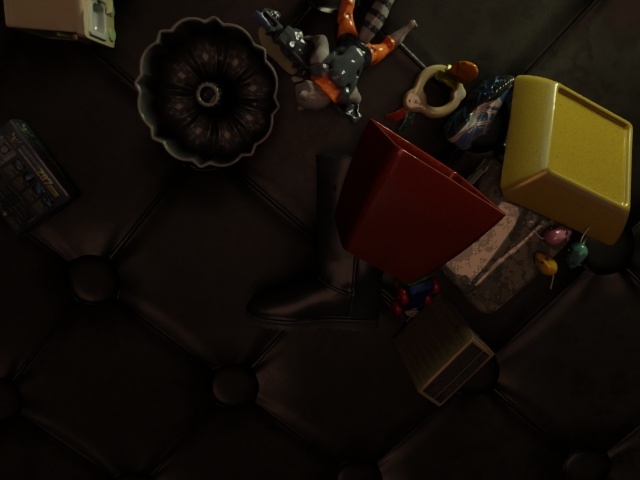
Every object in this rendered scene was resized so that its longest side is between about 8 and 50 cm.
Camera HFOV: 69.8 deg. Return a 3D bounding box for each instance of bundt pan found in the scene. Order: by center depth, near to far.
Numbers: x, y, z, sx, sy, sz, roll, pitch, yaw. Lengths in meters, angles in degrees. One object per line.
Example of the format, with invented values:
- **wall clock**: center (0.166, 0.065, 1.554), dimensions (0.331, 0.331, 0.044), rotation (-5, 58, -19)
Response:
- **bundt pan**: center (-0.256, -0.344, 1.090), dimensions (0.331, 0.124, 0.331), rotation (0, 105, 0)

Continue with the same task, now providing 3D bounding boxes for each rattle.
- **rattle**: center (0.260, -0.332, 1.088), dimensions (0.199, 0.143, 0.130), rotation (-27, 121, 1)

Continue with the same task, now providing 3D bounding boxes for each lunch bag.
- **lunch bag**: center (0.401, -0.022, 1.123), dimensions (0.256, 0.212, 0.305), rotation (42, 102, -15)

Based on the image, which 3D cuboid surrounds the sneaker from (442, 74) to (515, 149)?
- **sneaker**: center (0.396, -0.316, 1.129), dimensions (0.211, 0.080, 0.081), rotation (-45, 122, 11)

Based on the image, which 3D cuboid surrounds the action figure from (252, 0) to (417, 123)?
- **action figure**: center (0.027, -0.444, 1.026), dimensions (0.341, 0.178, 0.330), rotation (34, 84, -22)

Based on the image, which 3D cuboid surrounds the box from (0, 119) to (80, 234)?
- **box**: center (-0.765, -0.160, 1.171), dimensions (0.183, 0.059, 0.233), rotation (-33, 101, 8)

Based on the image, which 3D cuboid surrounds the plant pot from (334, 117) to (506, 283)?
- **plant pot**: center (0.173, -0.069, 0.984), dimensions (0.267, 0.267, 0.236), rotation (27, 110, -17)

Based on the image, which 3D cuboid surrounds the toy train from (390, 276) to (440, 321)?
- **toy train**: center (0.218, 0.119, 1.214), dimensions (0.105, 0.248, 0.143), rotation (-17, 66, -10)

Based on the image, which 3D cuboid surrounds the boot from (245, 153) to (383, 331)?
- **boot**: center (0.002, 0.000, 1.162), dimensions (0.367, 0.146, 0.445), rotation (2, 109, -10)

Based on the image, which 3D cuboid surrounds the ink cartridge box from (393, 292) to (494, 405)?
- **ink cartridge box**: center (0.308, 0.273, 1.188), dimensions (0.088, 0.235, 0.193), rotation (38, 102, -18)

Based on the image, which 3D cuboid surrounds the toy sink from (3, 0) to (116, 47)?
- **toy sink**: center (-0.548, -0.516, 1.032), dimensions (0.234, 0.153, 0.131), rotation (4, 105, -2)

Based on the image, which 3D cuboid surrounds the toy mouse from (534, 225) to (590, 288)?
- **toy mouse**: center (0.543, 0.017, 1.014), dimensions (0.143, 0.031, 0.161), rotation (-35, 107, 10)

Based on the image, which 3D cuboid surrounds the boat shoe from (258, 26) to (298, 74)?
- **boat shoe**: center (-0.097, -0.458, 1.103), dimensions (0.049, 0.042, 0.133), rotation (-37, 102, 30)

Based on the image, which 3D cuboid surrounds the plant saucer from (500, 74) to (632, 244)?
- **plant saucer**: center (0.583, -0.198, 1.039), dimensions (0.333, 0.081, 0.333), rotation (21, 70, -14)
